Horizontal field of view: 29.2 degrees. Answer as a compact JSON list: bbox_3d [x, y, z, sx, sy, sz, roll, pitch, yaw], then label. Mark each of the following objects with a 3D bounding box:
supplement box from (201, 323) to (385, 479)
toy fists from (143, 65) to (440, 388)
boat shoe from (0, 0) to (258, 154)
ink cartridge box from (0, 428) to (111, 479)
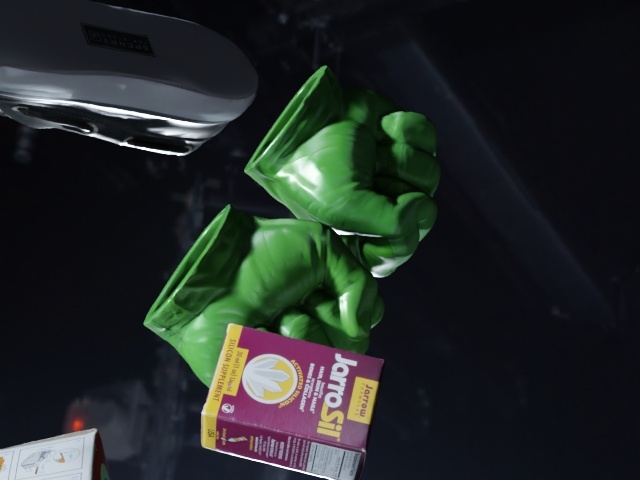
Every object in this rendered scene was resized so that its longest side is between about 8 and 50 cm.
[{"bbox_3d":[-0.014,0.083,0.622,0.083,0.055,0.043,12,-34,2],"label":"supplement box"},{"bbox_3d":[0.000,0.000,0.890,0.142,0.279,0.096,37,-32,-11],"label":"toy fists"},{"bbox_3d":[-0.086,-0.054,0.390,0.142,0.049,0.040,10,-42,-36],"label":"boat shoe"},{"bbox_3d":[-0.171,0.315,0.742,0.130,0.309,0.272,-10,-66,-5],"label":"ink cartridge box"}]
